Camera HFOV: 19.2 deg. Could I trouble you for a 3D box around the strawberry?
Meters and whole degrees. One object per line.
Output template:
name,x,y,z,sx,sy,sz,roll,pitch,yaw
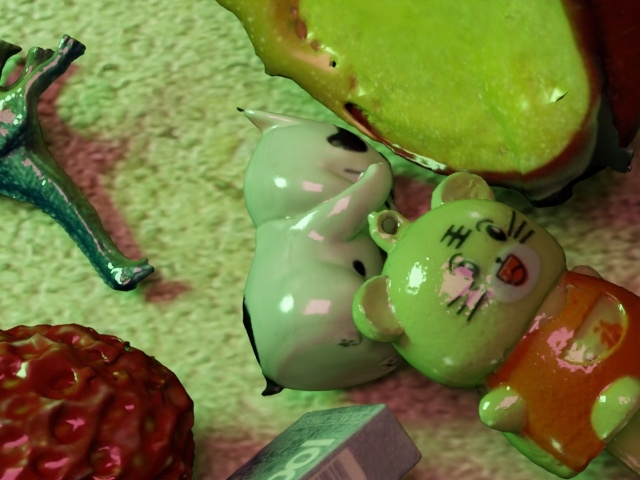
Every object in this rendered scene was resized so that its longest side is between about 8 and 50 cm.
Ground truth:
strawberry,-0.172,0.126,1.158,0.178,0.234,0.234,-28,62,-25

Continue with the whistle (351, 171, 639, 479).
whistle,0.144,0.071,1.123,0.288,0.106,0.131,37,59,3

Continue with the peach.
peach,0.086,-0.197,1.205,0.362,0.258,0.201,25,43,25

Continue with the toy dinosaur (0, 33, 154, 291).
toy dinosaur,-0.253,-0.087,1.315,0.363,0.076,0.147,20,80,16

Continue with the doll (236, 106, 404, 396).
doll,0.002,0.006,1.198,0.107,0.110,0.181,-11,65,30

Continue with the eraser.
eraser,-0.042,0.172,1.103,0.212,0.092,0.046,-38,103,-33
